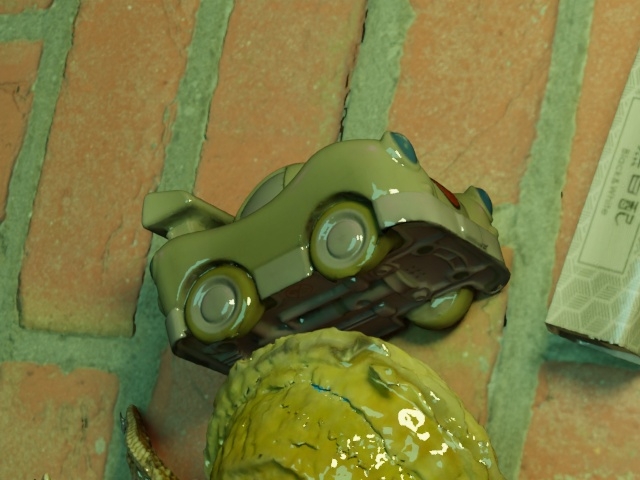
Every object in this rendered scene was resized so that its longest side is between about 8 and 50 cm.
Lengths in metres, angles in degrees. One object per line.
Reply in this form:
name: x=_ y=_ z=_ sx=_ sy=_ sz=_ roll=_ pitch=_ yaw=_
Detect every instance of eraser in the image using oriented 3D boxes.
eraser: x=0.347 y=-0.080 z=1.830 sx=0.098 sy=0.096 sz=0.403 roll=17 pitch=85 yaw=33

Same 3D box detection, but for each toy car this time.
toy car: x=0.000 y=0.000 z=1.927 sx=0.336 sy=0.242 sz=0.226 roll=-29 pitch=60 yaw=22

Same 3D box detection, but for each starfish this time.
starfish: x=-0.169 y=0.355 z=1.906 sx=0.132 sy=0.384 sz=0.398 roll=-20 pitch=82 yaw=12

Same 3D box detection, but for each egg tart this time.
egg tart: x=0.017 y=0.275 z=1.801 sx=0.388 sy=0.169 sz=0.387 roll=16 pitch=118 yaw=31
